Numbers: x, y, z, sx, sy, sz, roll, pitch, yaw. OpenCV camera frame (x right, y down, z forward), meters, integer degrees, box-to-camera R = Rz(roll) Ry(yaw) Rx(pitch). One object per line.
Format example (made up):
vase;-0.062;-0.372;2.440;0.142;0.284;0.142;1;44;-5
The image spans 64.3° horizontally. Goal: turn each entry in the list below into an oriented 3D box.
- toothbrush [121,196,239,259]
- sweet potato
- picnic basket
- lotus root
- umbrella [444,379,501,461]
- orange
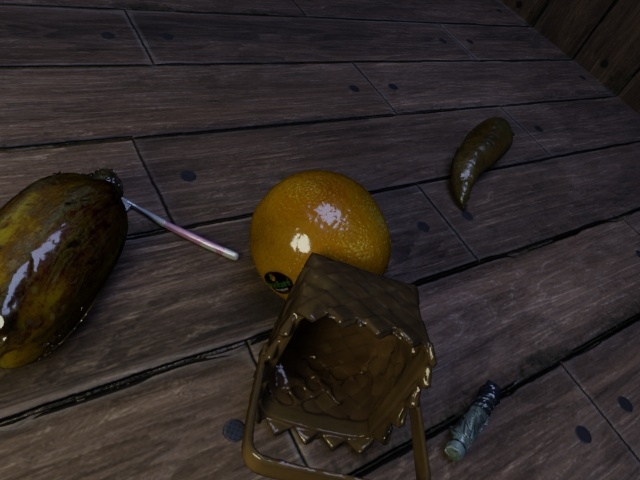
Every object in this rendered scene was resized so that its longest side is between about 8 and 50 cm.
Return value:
toothbrush;-0.297;-0.023;1.033;0.286;0.020;0.025;25;54;1
sweet potato;0.468;-0.250;1.500;0.130;0.131;0.423;34;52;9
picnic basket;0.025;0.217;0.765;0.254;0.291;0.321;17;34;-10
lotus root;-0.439;0.023;0.817;0.195;0.179;0.398;23;46;-5
umbrella;0.283;0.335;0.946;0.188;0.050;0.046;-37;91;-42
orange;0.000;0.000;0.970;0.274;0.274;0.274;12;47;-13
